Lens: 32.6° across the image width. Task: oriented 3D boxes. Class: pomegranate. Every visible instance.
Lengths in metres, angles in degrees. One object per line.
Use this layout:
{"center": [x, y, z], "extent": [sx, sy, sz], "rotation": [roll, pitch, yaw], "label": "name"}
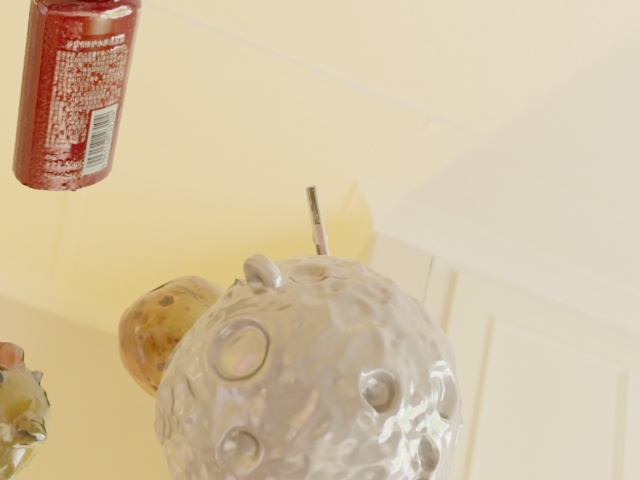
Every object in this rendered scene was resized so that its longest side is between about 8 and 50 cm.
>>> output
{"center": [-0.208, 0.165, 1.685], "extent": [0.215, 0.215, 0.215], "rotation": [10, -40, 8], "label": "pomegranate"}

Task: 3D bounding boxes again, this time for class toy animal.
{"center": [-0.438, 0.207, 1.336], "extent": [0.281, 0.169, 0.195], "rotation": [-2, -8, 34], "label": "toy animal"}

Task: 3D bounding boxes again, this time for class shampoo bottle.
{"center": [-0.256, -0.188, 1.154], "extent": [0.118, 0.076, 0.314], "rotation": [-9, -41, -28], "label": "shampoo bottle"}

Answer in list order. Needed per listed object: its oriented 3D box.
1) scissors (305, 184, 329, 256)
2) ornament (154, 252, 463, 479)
{"center": [0.000, 0.000, 1.561], "extent": [0.022, 0.176, 0.085], "rotation": [-10, -24, -1], "label": "scissors"}
{"center": [-0.005, 0.189, 1.184], "extent": [0.337, 0.337, 0.337], "rotation": [10, -40, 8], "label": "ornament"}
